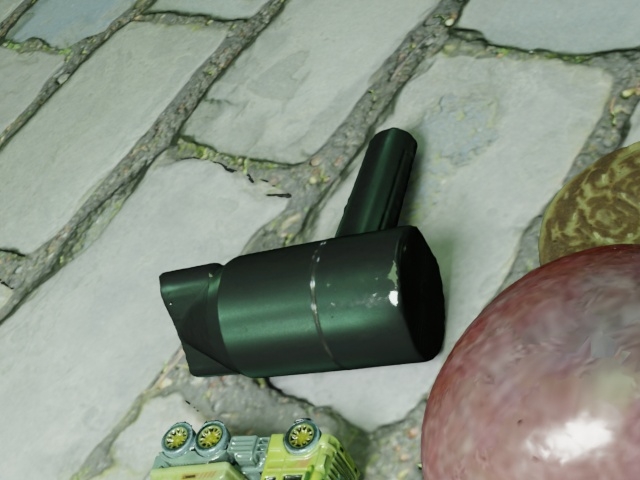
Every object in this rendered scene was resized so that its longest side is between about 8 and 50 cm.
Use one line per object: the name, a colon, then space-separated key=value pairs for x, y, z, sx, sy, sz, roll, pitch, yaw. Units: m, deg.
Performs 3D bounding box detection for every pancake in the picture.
pancake: x=0.296 y=-0.007 z=0.768 sx=0.250 sy=0.031 sz=0.250 roll=-16 pitch=45 yaw=16

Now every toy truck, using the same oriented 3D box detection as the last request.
toy truck: x=-0.061 y=0.202 z=0.748 sx=0.168 sy=0.077 sz=0.100 roll=-6 pitch=45 yaw=24

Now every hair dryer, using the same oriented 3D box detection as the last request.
hair dryer: x=0.000 y=0.000 z=0.901 sx=0.244 sy=0.116 sz=0.302 roll=-7 pitch=36 yaw=25

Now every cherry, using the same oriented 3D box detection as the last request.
cherry: x=0.180 y=0.117 z=0.588 sx=0.235 sy=0.213 sz=0.285 roll=2 pitch=42 yaw=21
